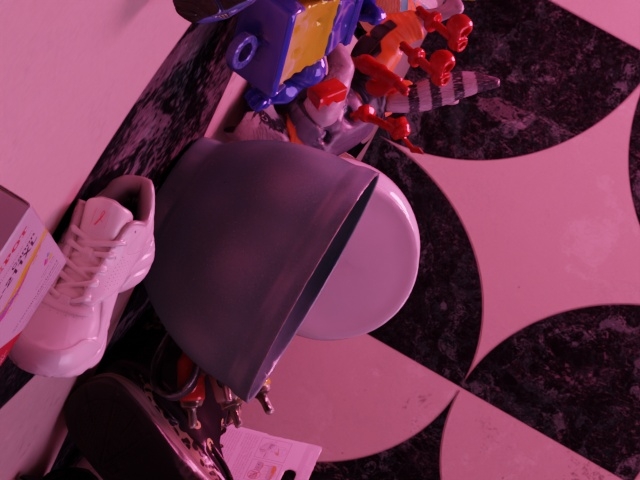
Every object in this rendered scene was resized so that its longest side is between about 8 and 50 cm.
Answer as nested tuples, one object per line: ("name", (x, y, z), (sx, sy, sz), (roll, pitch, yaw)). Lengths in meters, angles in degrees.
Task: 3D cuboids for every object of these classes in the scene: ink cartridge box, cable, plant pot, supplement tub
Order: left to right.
("ink cartridge box", (-0.238, 0.031, 1.015), (0.127, 0.072, 0.175), (-59, 176, -11))
("cable", (-0.145, 0.085, 1.874), (0.072, 0.139, 0.287), (89, -9, -73))
("ink cartridge box", (-0.137, 0.331, 2.105), (0.189, 0.232, 0.066), (-63, 164, -49))
("plant pot", (-0.090, 0.005, 1.728), (0.293, 0.196, 0.293), (-59, 175, -9))
("supplement tub", (0.000, 0.000, 2.048), (0.235, 0.235, 0.325), (-61, -169, 3))

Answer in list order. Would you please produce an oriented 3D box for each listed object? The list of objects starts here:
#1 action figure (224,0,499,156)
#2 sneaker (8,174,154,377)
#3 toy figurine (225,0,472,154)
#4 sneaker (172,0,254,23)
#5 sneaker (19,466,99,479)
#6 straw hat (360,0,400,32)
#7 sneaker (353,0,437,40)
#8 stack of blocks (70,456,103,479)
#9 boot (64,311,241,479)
("action figure", (0.040, -0.194, 1.861), (0.330, 0.178, 0.341), (-30, 161, -17))
("sneaker", (-0.205, 0.020, 1.345), (0.232, 0.090, 0.115), (-69, 177, -51))
("toy figurine", (0.009, -0.220, 1.525), (0.217, 0.191, 0.362), (-26, 150, -35))
("sneaker", (-0.054, -0.249, 1.295), (0.221, 0.083, 0.087), (-54, -179, -33))
("sneaker", (-0.325, 0.309, 1.845), (0.087, 0.130, 0.227), (-62, -157, 2))
("straw hat", (0.042, -0.321, 1.971), (0.061, 0.144, 0.144), (-14, 151, -26))
("sneaker", (0.088, -0.332, 2.243), (0.121, 0.108, 0.302), (-60, 168, 2))
("stack of blocks", (-0.330, 0.386, 2.159), (0.297, 0.087, 0.171), (-57, 175, -38))
("boot", (-0.152, 0.276, 1.967), (0.138, 0.377, 0.284), (-33, -168, 20))
